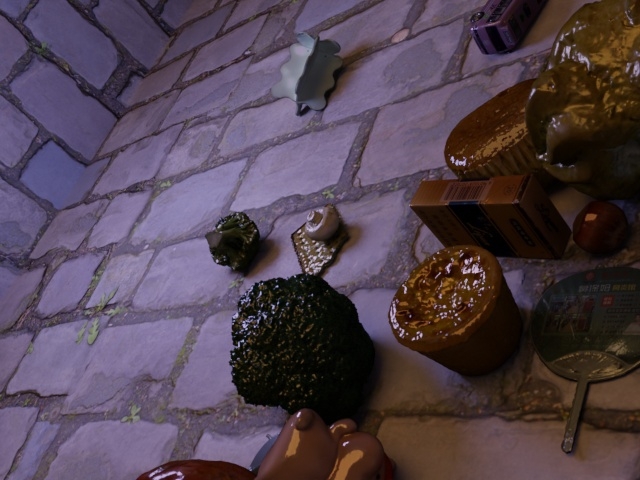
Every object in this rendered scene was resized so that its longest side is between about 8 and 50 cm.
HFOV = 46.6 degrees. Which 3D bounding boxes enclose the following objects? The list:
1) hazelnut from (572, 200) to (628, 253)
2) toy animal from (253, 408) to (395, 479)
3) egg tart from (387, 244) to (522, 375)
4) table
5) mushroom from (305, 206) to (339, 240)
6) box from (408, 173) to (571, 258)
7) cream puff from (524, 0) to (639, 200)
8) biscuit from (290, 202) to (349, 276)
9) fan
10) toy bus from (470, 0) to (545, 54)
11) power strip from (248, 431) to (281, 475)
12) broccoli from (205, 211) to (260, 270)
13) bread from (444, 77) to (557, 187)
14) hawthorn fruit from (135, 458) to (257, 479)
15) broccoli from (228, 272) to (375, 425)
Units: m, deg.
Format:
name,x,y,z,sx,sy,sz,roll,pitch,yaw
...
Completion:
name,x,y,z,sx,sy,sz,roll,pitch,yaw
hazelnut,0.443,-0.021,1.177,0.086,0.086,0.086,-29,36,24
toy animal,0.015,0.358,1.141,0.171,0.198,0.171,-59,5,9
egg tart,0.229,0.124,1.186,0.202,0.147,0.202,-30,34,23
table,-0.039,-0.474,2.149,0.166,0.166,0.198,-2,60,47
mushroom,0.001,-0.038,1.662,0.083,0.067,0.083,-34,37,31
box,0.291,-0.040,1.291,0.237,0.152,0.070,5,56,50
cream puff,0.443,-0.237,1.157,0.270,0.323,0.274,-14,55,8
biscuit,-0.001,-0.001,1.703,0.144,0.016,0.203,-40,32,9
fan,0.385,0.148,1.109,0.294,0.012,0.223,-48,32,-5
toy bus,0.436,-0.523,1.714,0.108,0.096,0.199,13,61,48
power strip,-0.048,0.391,1.301,0.216,0.044,0.137,10,61,52
broccoli,-0.212,0.000,1.842,0.162,0.138,0.146,8,92,37
bread,0.360,-0.182,1.378,0.253,0.142,0.227,-37,21,20
hawthorn fruit,-0.218,0.469,1.175,0.277,0.298,0.277,-43,21,20
broccoli,-0.044,0.214,1.339,0.297,0.297,0.297,-86,19,-45
